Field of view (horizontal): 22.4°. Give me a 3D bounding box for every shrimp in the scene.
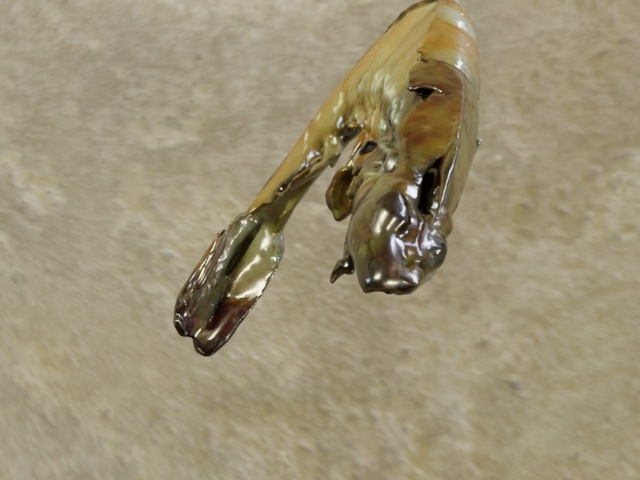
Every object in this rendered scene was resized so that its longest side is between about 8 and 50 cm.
[{"bbox_3d":[-0.003,-0.002,0.519,0.035,0.195,0.148,40,116,-16],"label":"shrimp"}]
